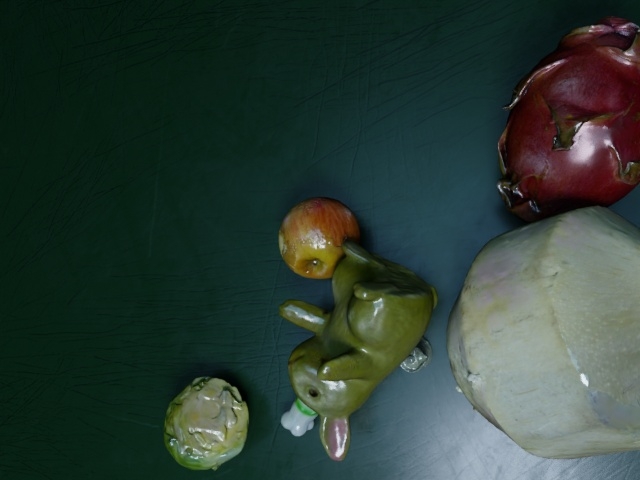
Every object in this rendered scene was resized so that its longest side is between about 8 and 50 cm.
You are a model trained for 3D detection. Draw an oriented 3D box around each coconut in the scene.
[{"bbox_3d":[0.361,0.122,0.831,0.353,0.353,0.352,-2,83,15],"label":"coconut"}]

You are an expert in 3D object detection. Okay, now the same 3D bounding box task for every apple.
[{"bbox_3d":[0.000,0.000,1.032,0.147,0.146,0.146,-2,83,15],"label":"apple"}]

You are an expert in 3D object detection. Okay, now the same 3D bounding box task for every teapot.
[{"bbox_3d":[0.150,0.190,1.004,0.067,0.083,0.057,-14,85,11],"label":"teapot"}]

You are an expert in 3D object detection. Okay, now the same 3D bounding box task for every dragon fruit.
[{"bbox_3d":[0.389,-0.166,0.903,0.315,0.250,0.250,-45,75,-1],"label":"dragon fruit"}]

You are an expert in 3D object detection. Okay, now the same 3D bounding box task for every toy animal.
[{"bbox_3d":[0.022,0.185,0.949,0.180,0.181,0.362,30,103,-28],"label":"toy animal"}]

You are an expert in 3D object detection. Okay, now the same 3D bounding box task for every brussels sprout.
[{"bbox_3d":[-0.201,0.325,1.066,0.149,0.122,0.152,45,61,8],"label":"brussels sprout"}]
